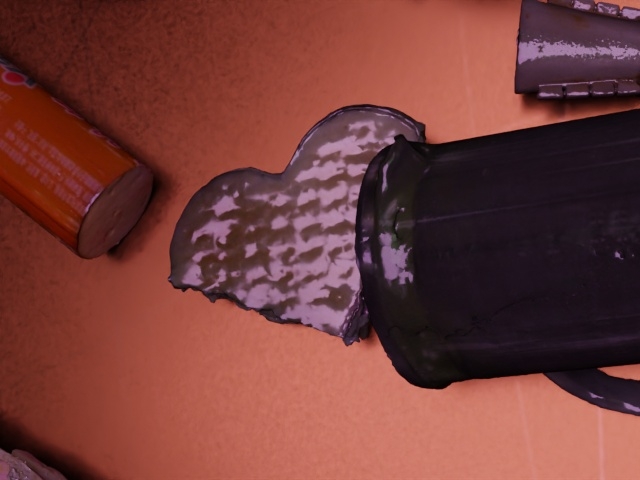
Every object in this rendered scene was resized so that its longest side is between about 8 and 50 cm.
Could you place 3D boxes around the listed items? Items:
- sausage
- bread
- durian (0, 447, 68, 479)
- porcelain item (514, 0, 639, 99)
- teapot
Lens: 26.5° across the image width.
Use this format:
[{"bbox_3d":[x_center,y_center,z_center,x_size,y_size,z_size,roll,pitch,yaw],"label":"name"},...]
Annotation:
[{"bbox_3d":[-0.282,-0.111,1.123,0.312,0.093,0.093,37,93,15],"label":"sausage"},{"bbox_3d":[0.000,0.000,1.058,0.232,0.064,0.172,-31,77,9],"label":"bread"},{"bbox_3d":[-0.256,0.210,1.095,0.224,0.078,0.140,46,108,24],"label":"durian"},{"bbox_3d":[0.254,-0.140,1.018,0.213,0.054,0.084,4,84,9],"label":"porcelain item"},{"bbox_3d":[0.199,0.021,0.936,0.337,0.270,0.200,-8,40,28],"label":"teapot"}]
